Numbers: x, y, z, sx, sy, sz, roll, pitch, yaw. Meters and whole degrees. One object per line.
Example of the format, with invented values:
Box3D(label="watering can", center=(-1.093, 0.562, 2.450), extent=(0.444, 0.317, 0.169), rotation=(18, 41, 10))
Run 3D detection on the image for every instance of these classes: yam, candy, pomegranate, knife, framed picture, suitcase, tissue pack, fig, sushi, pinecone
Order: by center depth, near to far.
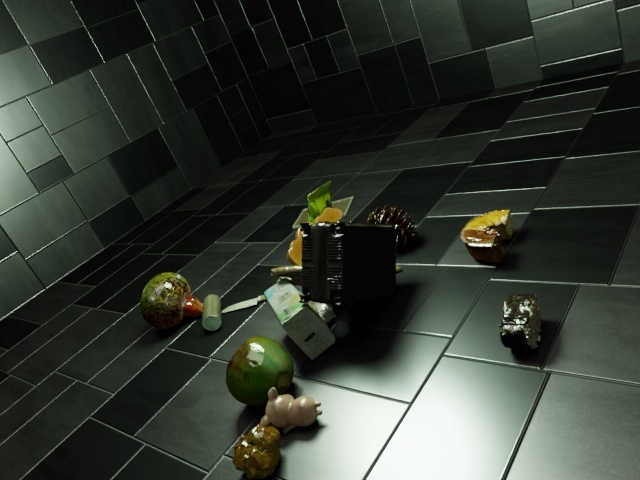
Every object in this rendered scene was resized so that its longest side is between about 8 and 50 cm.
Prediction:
Box3D(label="sushi", center=(0.469, 0.188, 1.256), extent=(0.078, 0.090, 0.150), rotation=(-11, 28, 36))
Box3D(label="fig", center=(-0.149, 0.339, 1.399), extent=(0.181, 0.181, 0.191), rotation=(-37, 25, -28))
Box3D(label="suitcase", center=(0.090, 0.061, 1.547), extent=(0.152, 0.229, 0.335), rotation=(1, 1, 36))
Box3D(label="tissue pack", center=(-0.046, 0.207, 1.581), extent=(0.145, 0.159, 0.229), rotation=(-40, 24, -4))
Box3D(label="pinecone", center=(0.251, -0.041, 1.863), extent=(0.165, 0.162, 0.163), rotation=(11, 39, 27))
Box3D(label="knife", center=(-0.231, 0.217, 1.927), extent=(0.298, 0.017, 0.047), rotation=(-15, 32, 18))
Box3D(label="yam", center=(-0.388, 0.256, 1.928), extent=(0.068, 0.068, 0.169), rotation=(-25, 23, -2))
Box3D(label="pomegranate", center=(-0.539, 0.233, 2.009), extent=(0.248, 0.214, 0.214), rotation=(18, 30, -1))
Box3D(label="candy", center=(-0.003, -0.095, 2.111), extent=(0.069, 0.246, 0.149), rotation=(15, 35, 28))
Box3D(label="framed picture", center=(0.014, -0.125, 2.409), extent=(0.260, 0.023, 0.189), rotation=(-14, 25, 22))

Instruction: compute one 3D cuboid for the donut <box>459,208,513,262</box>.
Box3D(label="donut", center=(0.506, -0.008, 1.634), extent=(0.141, 0.085, 0.217), rotation=(-3, 30, 40))

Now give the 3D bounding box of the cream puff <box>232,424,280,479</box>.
Box3D(label="cream puff", center=(-0.143, 0.473, 1.219), extent=(0.122, 0.094, 0.116), rotation=(-23, 26, -8))

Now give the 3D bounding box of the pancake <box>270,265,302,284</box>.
Box3D(label="pancake", center=(-0.043, 0.114, 1.734), extent=(0.288, 0.033, 0.286), rotation=(11, -15, -44))

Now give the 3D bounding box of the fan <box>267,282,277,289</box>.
Box3D(label="fan", center=(-0.154, 0.161, 1.990), extent=(0.080, 0.003, 0.060), rotation=(-9, 27, 30))

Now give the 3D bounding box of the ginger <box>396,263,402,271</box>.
Box3D(label="ginger", center=(0.226, 0.081, 1.773), extent=(0.097, 0.030, 0.048), rotation=(-1, 34, 39))

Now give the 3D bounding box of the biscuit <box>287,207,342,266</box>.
Box3D(label="biscuit", center=(-0.001, 0.002, 1.994), extent=(0.295, 0.186, 0.044), rotation=(-33, -14, -29))

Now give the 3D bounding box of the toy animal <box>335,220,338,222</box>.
Box3D(label="toy animal", center=(0.013, 0.024, 1.858), extent=(0.086, 0.069, 0.219), rotation=(10, 65, 30))

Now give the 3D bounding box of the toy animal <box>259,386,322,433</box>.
Box3D(label="toy animal", center=(-0.069, 0.405, 1.297), extent=(0.150, 0.089, 0.083), rotation=(-5, 44, 8))
